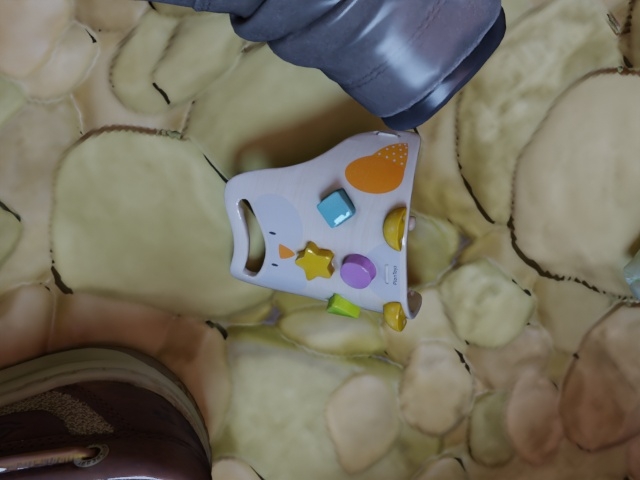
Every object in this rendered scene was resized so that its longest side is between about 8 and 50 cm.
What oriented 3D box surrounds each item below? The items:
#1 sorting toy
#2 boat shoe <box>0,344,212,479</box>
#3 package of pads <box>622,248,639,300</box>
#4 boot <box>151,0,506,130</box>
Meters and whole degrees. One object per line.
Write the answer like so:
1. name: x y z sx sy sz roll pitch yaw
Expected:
1. sorting toy: 0.000 0.000 0.688 0.075 0.045 0.083 6 129 12
2. boat shoe: -0.195 0.150 0.651 0.342 0.123 0.123 -22 108 -5
3. package of pads: 0.305 -0.032 0.716 0.229 0.101 0.296 34 97 -17
4. boot: 0.011 -0.222 0.610 0.222 0.118 0.338 16 112 -18
